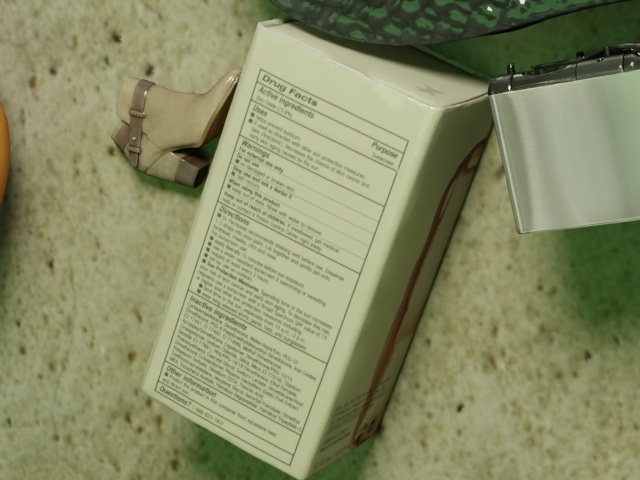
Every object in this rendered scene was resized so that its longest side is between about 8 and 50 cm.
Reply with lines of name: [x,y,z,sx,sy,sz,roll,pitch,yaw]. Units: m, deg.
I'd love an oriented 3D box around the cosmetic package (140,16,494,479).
cosmetic package: [0.000,0.000,1.405,0.153,0.129,0.296,29,114,19]

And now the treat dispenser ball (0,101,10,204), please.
treat dispenser ball: [-0.379,-0.071,1.484,0.288,0.288,0.288,6,105,25]

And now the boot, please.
boot: [-0.112,-0.098,1.487,0.087,0.042,0.118,35,114,18]

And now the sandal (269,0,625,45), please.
sandal: [0.146,-0.218,1.309,0.446,0.107,0.167,1,102,13]

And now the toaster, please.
toaster: [0.210,-0.074,1.252,0.168,0.186,0.110,-9,94,27]
